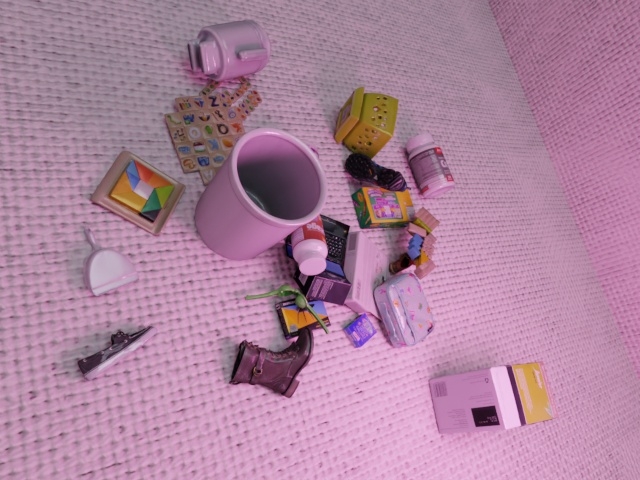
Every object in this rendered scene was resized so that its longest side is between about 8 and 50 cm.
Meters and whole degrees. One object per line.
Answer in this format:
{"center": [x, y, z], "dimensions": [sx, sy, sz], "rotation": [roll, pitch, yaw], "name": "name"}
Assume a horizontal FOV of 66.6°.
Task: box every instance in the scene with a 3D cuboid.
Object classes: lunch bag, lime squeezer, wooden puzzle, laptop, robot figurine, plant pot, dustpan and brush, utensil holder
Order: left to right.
{"center": [-0.655, 0.050, 1.459], "dimensions": [0.147, 0.060, 0.211], "rotation": [-24, 91, -39], "name": "dustpan and brush"}
{"center": [-0.587, -0.160, 1.595], "dimensions": [0.238, 0.044, 0.221], "rotation": [30, 56, -19], "name": "wooden puzzle"}
{"center": [-0.339, -0.742, 1.899], "dimensions": [0.353, 0.200, 0.300], "rotation": [-29, 45, -36], "name": "robot figurine"}
{"center": [-0.214, -0.132, 1.613], "dimensions": [0.327, 0.385, 0.328], "rotation": [14, 62, -29], "name": "utensil holder"}
{"center": [-0.095, 0.214, 1.680], "dimensions": [0.310, 0.059, 0.110], "rotation": [24, 40, -4], "name": "lime squeezer"}
{"center": [0.000, 0.000, 1.828], "dimensions": [0.234, 0.136, 0.264], "rotation": [21, 67, -12], "name": "laptop"}
{"center": [0.195, -0.525, 2.166], "dimensions": [0.207, 0.227, 0.228], "rotation": [21, 60, -17], "name": "plant pot"}
{"center": [0.337, 0.284, 1.948], "dimensions": [0.224, 0.108, 0.279], "rotation": [-22, 90, -46], "name": "lunch bag"}

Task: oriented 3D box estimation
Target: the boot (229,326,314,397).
{"center": [-0.158, 0.376, 1.598], "dimensions": [0.229, 0.091, 0.263], "rotation": [28, 72, -19], "name": "boot"}

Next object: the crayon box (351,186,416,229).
{"center": [0.285, -0.144, 2.140], "dimensions": [0.278, 0.081, 0.165], "rotation": [-4, 72, -35], "name": "crayon box"}

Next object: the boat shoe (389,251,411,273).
{"center": [0.370, 0.093, 2.103], "dimensions": [0.178, 0.060, 0.064], "rotation": [-28, 93, -42], "name": "boat shoe"}

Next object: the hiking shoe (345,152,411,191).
{"center": [0.238, -0.279, 2.106], "dimensions": [0.304, 0.113, 0.132], "rotation": [33, 5, 31], "name": "hiking shoe"}

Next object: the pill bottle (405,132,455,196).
{"center": [0.522, -0.362, 2.342], "dimensions": [0.161, 0.161, 0.283], "rotation": [-11, 77, -36], "name": "pill bottle"}

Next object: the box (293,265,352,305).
{"center": [0.005, 0.148, 1.771], "dimensions": [0.158, 0.156, 0.093], "rotation": [17, 106, -28], "name": "box"}

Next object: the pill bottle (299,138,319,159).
{"center": [-0.077, -0.225, 1.856], "dimensions": [0.169, 0.169, 0.302], "rotation": [12, 54, -29], "name": "pill bottle"}

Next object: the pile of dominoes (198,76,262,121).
{"center": [-0.345, -0.580, 1.942], "dimensions": [0.196, 0.040, 0.251], "rotation": [41, 54, -12], "name": "pile of dominoes"}

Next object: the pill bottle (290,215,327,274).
{"center": [-0.040, 0.009, 1.691], "dimensions": [0.121, 0.121, 0.216], "rotation": [16, 43, -27], "name": "pill bottle"}

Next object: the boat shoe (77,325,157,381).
{"center": [-0.577, 0.301, 1.385], "dimensions": [0.228, 0.080, 0.076], "rotation": [-36, 93, -31], "name": "boat shoe"}

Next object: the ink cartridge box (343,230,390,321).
{"center": [0.184, 0.151, 1.957], "dimensions": [0.261, 0.066, 0.296], "rotation": [41, 49, -44], "name": "ink cartridge box"}

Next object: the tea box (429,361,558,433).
{"center": [0.670, 0.616, 1.906], "dimensions": [0.323, 0.329, 0.220], "rotation": [5, 67, -33], "name": "tea box"}

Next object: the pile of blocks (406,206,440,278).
{"center": [0.407, 0.020, 2.062], "dimensions": [0.149, 0.113, 0.362], "rotation": [26, 48, -11], "name": "pile of blocks"}

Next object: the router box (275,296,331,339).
{"center": [-0.062, 0.269, 1.752], "dimensions": [0.178, 0.046, 0.133], "rotation": [-11, 76, -35], "name": "router box"}

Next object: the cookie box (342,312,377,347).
{"center": [0.151, 0.345, 1.864], "dimensions": [0.107, 0.040, 0.092], "rotation": [-32, 89, -39], "name": "cookie box"}

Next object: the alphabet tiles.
{"center": [-0.405, -0.378, 1.804], "dimensions": [0.285, 0.011, 0.343], "rotation": [-17, 85, -32], "name": "alphabet tiles"}
